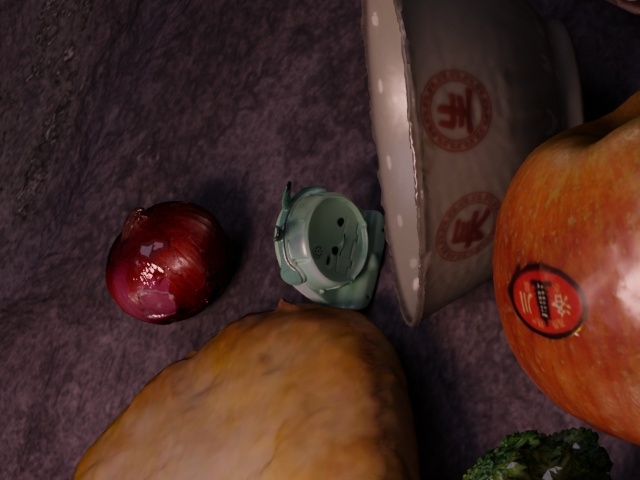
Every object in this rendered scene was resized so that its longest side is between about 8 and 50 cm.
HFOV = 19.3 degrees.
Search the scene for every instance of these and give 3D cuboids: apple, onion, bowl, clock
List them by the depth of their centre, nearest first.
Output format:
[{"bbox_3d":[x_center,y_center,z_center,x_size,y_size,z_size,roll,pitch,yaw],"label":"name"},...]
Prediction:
[{"bbox_3d":[0.257,0.001,1.304,0.309,0.250,0.277,6,43,41],"label":"apple"},{"bbox_3d":[0.130,-0.101,1.565,0.157,0.337,0.337,-5,53,-3],"label":"bowl"},{"bbox_3d":[0.000,0.000,1.691,0.041,0.135,0.101,-6,64,43],"label":"clock"},{"bbox_3d":[-0.148,0.019,1.844,0.131,0.131,0.131,-25,51,34],"label":"onion"}]

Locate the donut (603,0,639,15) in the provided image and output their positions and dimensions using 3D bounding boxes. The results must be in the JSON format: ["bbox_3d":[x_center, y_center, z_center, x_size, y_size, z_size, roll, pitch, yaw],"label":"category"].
[{"bbox_3d":[0.319,-0.303,1.559,0.345,0.136,0.259,9,75,49],"label":"donut"}]

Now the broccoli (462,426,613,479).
[{"bbox_3d":[0.172,0.264,1.308,0.241,0.261,0.269,4,27,23],"label":"broccoli"}]

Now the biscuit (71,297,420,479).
[{"bbox_3d":[-0.092,0.248,1.624,0.429,0.104,0.446,-36,30,23],"label":"biscuit"}]
